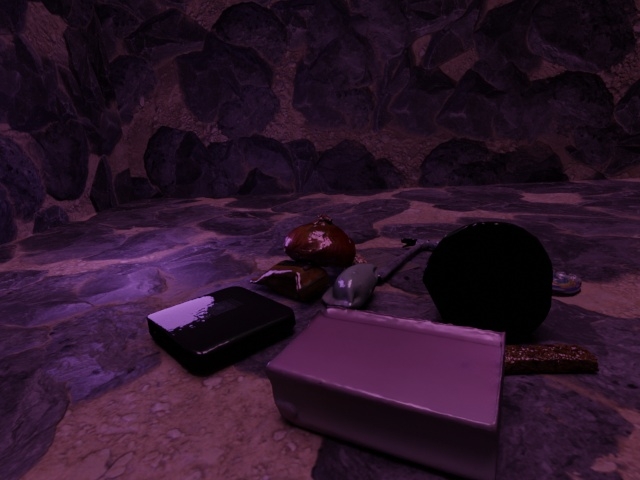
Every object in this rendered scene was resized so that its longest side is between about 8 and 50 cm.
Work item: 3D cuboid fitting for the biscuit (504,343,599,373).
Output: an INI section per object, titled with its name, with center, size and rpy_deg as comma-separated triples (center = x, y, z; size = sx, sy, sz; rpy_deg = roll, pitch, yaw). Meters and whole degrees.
[biscuit]
center = 0.429, 0.233, 0.795
size = 0.199, 0.034, 0.064
rpy_deg = -2, 15, 4

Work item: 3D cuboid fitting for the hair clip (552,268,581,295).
[hair clip]
center = 0.654, 0.119, 1.139
size = 0.172, 0.049, 0.116
rpy_deg = 9, 32, 13

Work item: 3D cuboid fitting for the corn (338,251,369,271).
[corn]
center = 0.092, 0.067, 1.360
size = 0.086, 0.086, 0.253
rpy_deg = -9, 18, -19

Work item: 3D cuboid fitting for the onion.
[onion]
center = 0.000, 0.000, 1.242
size = 0.230, 0.163, 0.230
rpy_deg = 3, -4, 0

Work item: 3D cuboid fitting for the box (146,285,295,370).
[box]
center = -0.247, 0.200, 0.997
size = 0.289, 0.073, 0.290
rpy_deg = -17, 21, -41

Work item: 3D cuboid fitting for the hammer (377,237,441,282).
[hammer]
center = 0.292, 0.061, 1.397
size = 0.152, 0.044, 0.427
rpy_deg = 7, 19, 31

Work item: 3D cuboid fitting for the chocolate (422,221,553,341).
[chocolate]
center = 0.392, 0.089, 0.966
size = 0.284, 0.283, 0.186
rpy_deg = 0, 1, 12

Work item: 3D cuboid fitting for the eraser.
[eraser]
center = 0.126, 0.236, 0.712
size = 0.359, 0.122, 0.272
rpy_deg = 3, 19, 25

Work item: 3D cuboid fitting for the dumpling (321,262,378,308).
[dumpling]
center = 0.084, 0.139, 1.121
size = 0.105, 0.149, 0.216
rpy_deg = 38, 31, 3

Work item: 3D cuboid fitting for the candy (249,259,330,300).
[candy]
center = -0.095, 0.114, 1.227
size = 0.143, 0.101, 0.271
rpy_deg = -26, 20, -37

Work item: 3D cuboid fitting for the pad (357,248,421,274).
[pad]
center = 0.215, 0.071, 1.456
size = 0.160, 0.009, 0.265
rpy_deg = -12, 18, -28
